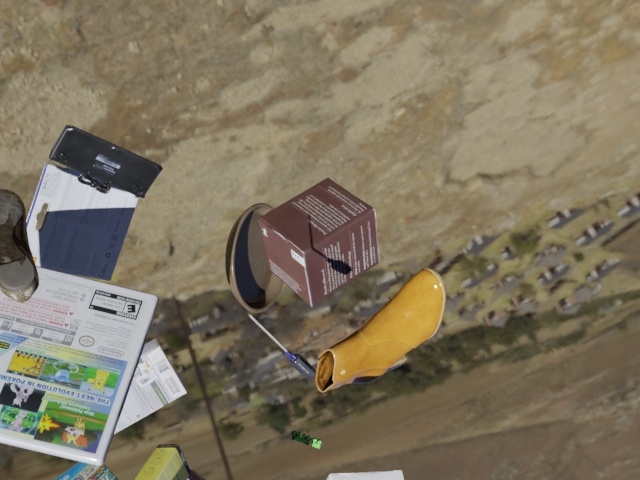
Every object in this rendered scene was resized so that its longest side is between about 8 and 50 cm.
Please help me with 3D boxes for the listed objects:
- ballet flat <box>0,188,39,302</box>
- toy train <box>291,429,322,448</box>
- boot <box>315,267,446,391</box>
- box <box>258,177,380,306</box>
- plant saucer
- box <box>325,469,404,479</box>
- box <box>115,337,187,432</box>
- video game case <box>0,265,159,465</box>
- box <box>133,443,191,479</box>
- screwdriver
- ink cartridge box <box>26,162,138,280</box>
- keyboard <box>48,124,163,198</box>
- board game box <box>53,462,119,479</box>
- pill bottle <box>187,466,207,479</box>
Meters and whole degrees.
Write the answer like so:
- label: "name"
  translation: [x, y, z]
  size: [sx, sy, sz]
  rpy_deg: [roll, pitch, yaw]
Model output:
- label: "ballet flat"
  translation: [-0.505, 0.008, 1.229]
  size: [0.084, 0.250, 0.058]
  rpy_deg: [-18, 140, -21]
- label: "toy train"
  translation: [-0.036, 0.499, 1.899]
  size: [0.083, 0.024, 0.017]
  rpy_deg: [21, 178, -5]
- label: "boot"
  translation: [0.110, 0.185, 1.465]
  size: [0.211, 0.104, 0.295]
  rpy_deg: [-12, 140, -35]
- label: "box"
  translation: [0.000, 0.000, 1.682]
  size: [0.203, 0.168, 0.167]
  rpy_deg: [-32, 137, -23]
- label: "plant saucer"
  translation: [-0.163, 0.043, 1.918]
  size: [0.041, 0.278, 0.278]
  rpy_deg: [2, 168, 25]
- label: "box"
  translation: [0.063, 0.464, 1.278]
  size: [0.130, 0.091, 0.170]
  rpy_deg: [2, 142, -16]
- label: "box"
  translation: [-0.396, 0.310, 1.597]
  size: [0.186, 0.038, 0.145]
  rpy_deg: [-30, 123, -12]
- label: "video game case"
  translation: [-0.471, 0.188, 1.257]
  size: [0.328, 0.300, 0.036]
  rpy_deg: [14, 149, -1]
- label: "box"
  translation: [-0.358, 0.539, 1.595]
  size: [0.058, 0.087, 0.232]
  rpy_deg: [-9, -154, 23]
- label: "screwdriver"
  translation: [-0.065, 0.172, 1.224]
  size: [0.025, 0.024, 0.170]
  rpy_deg: [-30, 122, 28]
- label: "ink cartridge box"
  translation: [-0.513, -0.039, 1.592]
  size: [0.224, 0.045, 0.223]
  rpy_deg: [16, 98, -43]
- label: "keyboard"
  translation: [-0.381, -0.130, 1.334]
  size: [0.180, 0.023, 0.108]
  rpy_deg: [25, 122, -28]
- label: "board game box"
  translation: [-0.581, 0.713, 1.914]
  size: [0.224, 0.303, 0.098]
  rpy_deg: [-34, 134, -30]
- label: "pill bottle"
  translation: [-0.318, 0.623, 1.848]
  size: [0.108, 0.193, 0.108]
  rpy_deg: [-45, 153, -31]
